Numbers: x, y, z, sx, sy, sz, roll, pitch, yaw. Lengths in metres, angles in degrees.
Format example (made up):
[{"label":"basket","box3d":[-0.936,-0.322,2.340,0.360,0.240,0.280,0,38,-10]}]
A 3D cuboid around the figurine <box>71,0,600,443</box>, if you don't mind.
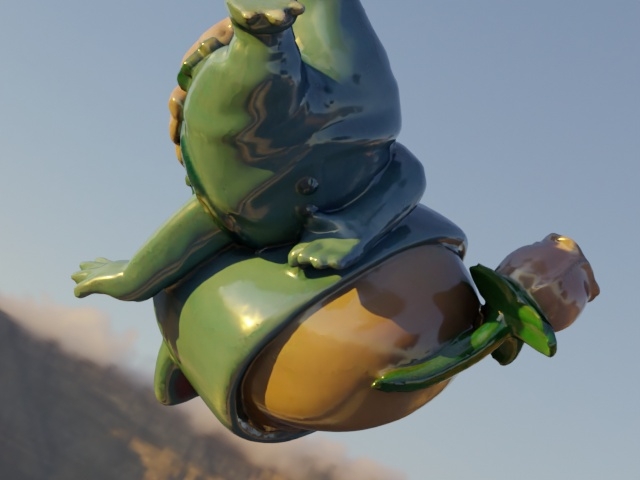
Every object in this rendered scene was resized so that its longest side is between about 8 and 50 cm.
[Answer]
[{"label":"figurine","box3d":[0.005,-0.001,0.407,0.144,0.114,0.178,27,-44,31]}]
